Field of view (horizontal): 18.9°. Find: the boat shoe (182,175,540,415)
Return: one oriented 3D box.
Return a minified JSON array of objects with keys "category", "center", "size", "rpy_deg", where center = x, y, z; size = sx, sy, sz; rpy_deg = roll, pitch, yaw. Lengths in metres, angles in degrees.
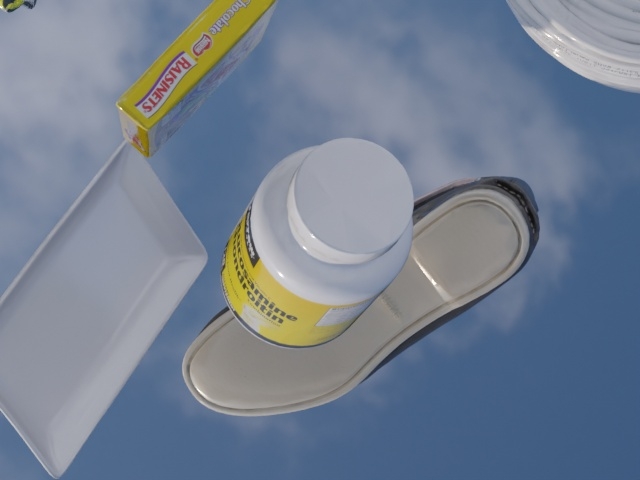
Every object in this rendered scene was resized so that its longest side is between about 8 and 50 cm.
[{"category":"boat shoe","center":[0.039,0.047,1.594],"size":[0.335,0.112,0.095],"rpy_deg":[-29,-174,23]}]

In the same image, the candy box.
[{"category":"candy box","center":[-0.069,-0.097,1.073],"size":[0.027,0.206,0.105],"rpy_deg":[41,-94,-3]}]

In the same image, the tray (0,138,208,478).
[{"category":"tray","center":[-0.196,0.052,1.596],"size":[0.030,0.145,0.270],"rpy_deg":[-7,-143,39]}]

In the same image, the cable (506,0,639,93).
[{"category":"cable","center":[0.253,-0.236,1.480],"size":[0.257,0.089,0.257],"rpy_deg":[33,-107,15]}]

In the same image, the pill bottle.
[{"category":"pill bottle","center":[0.000,0.000,1.223],"size":[0.103,0.184,0.103],"rpy_deg":[4,-108,-12]}]

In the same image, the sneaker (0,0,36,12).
[{"category":"sneaker","center":[-0.289,-0.234,1.799],"size":[0.035,0.083,0.031],"rpy_deg":[20,-75,12]}]
